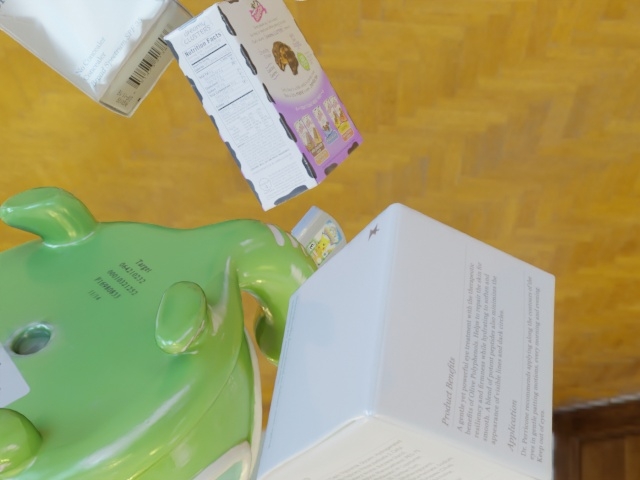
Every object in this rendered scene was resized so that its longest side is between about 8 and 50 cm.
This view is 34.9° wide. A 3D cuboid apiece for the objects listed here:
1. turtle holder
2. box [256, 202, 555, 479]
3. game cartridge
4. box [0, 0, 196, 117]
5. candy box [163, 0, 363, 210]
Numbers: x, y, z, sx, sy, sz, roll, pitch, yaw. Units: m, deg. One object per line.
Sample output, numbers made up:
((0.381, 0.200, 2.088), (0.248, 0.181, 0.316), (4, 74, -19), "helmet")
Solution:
((-0.145, 0.103, 0.677), (0.243, 0.320, 0.227), (9, 132, 26), "turtle holder")
((0.037, 0.060, 0.443), (0.087, 0.101, 0.102), (24, 143, -19), "box")
((0.000, 0.000, 1.166), (0.017, 0.056, 0.083), (25, 161, 39), "game cartridge")
((-0.309, -0.290, 1.140), (0.311, 0.148, 0.121), (36, -177, 7), "box")
((-0.052, -0.150, 1.038), (0.070, 0.165, 0.196), (-26, 99, 25), "candy box")
